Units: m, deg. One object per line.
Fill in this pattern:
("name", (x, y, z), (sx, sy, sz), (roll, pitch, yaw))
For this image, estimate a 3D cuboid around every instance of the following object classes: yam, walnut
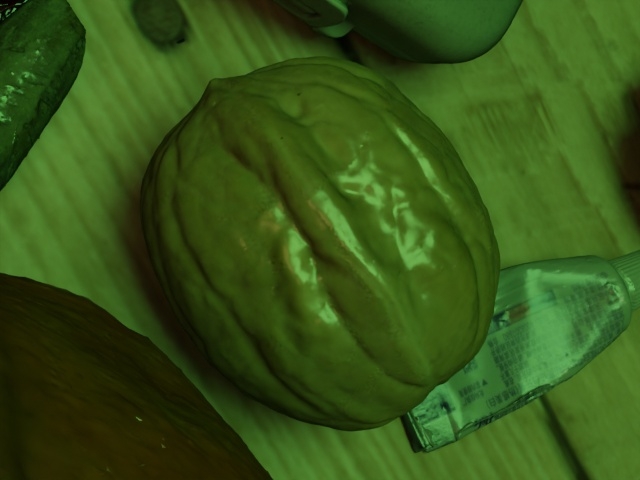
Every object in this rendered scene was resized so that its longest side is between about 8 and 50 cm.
("yam", (-0.201, -0.103, 0.880), (0.070, 0.070, 0.146), (37, 60, -19))
("walnut", (0.000, 0.000, 0.902), (0.225, 0.225, 0.261), (-39, 101, -33))

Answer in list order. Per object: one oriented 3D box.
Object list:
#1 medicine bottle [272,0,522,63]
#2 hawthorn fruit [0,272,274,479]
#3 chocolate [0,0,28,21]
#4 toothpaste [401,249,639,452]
("medicine bottle", (0.026, -0.306, 0.988), (0.375, 0.123, 0.282), (28, 83, -36))
("hawthorn fruit", (-0.204, 0.202, 0.589), (0.472, 0.472, 0.472), (8, 74, -30))
("chocolate", (-0.260, -0.130, 0.848), (0.086, 0.028, 0.182), (28, 56, 28))
("toothpaste", (0.174, 0.072, 1.083), (0.282, 0.068, 0.099), (-21, 60, -25))
